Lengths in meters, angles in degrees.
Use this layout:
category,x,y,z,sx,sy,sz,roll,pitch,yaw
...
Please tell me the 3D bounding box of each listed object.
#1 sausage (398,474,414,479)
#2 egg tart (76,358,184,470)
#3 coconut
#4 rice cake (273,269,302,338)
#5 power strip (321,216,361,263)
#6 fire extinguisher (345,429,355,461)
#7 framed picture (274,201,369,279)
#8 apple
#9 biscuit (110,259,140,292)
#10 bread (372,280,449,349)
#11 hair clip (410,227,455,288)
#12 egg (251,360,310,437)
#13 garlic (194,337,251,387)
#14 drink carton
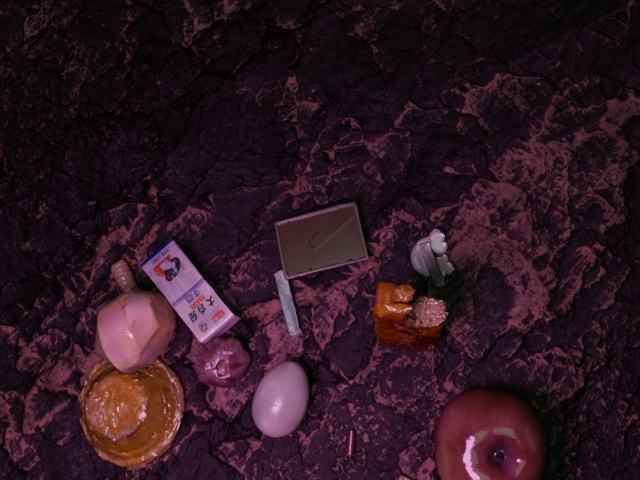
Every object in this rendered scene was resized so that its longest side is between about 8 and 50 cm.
category,x,y,z,sx,sy,sz,roll,pitch,yaw
sausage,0.261,0.658,1.516,0.116,0.026,0.026,24,80,14
egg tart,-0.557,0.475,1.626,0.342,0.132,0.340,-3,74,9
coconut,-0.531,0.251,1.590,0.237,0.237,0.197,-30,117,0
rice cake,-0.097,0.186,1.683,0.043,0.034,0.210,-14,74,-4
power strip,0.061,-0.005,1.713,0.076,0.028,0.168,22,78,13
fire extinguisher,0.081,0.565,1.565,0.028,0.022,0.083,13,76,-26
framed picture,0.000,0.000,1.693,0.260,0.023,0.188,-15,71,5
apple,0.423,0.515,1.420,0.306,0.235,0.305,-2,75,6
biscuit,-0.575,0.161,1.747,0.061,0.055,0.219,-39,73,14
bread,0.229,0.201,1.454,0.186,0.380,0.109,11,71,12
hair clip,0.322,0.056,1.650,0.116,0.049,0.172,-16,71,-1
egg,-0.105,0.432,1.561,0.151,0.151,0.209,15,76,12
garlic,-0.279,0.349,1.626,0.159,0.102,0.147,-17,93,-6
drink carton,-0.385,0.153,1.696,0.131,0.106,0.315,-41,74,-2
